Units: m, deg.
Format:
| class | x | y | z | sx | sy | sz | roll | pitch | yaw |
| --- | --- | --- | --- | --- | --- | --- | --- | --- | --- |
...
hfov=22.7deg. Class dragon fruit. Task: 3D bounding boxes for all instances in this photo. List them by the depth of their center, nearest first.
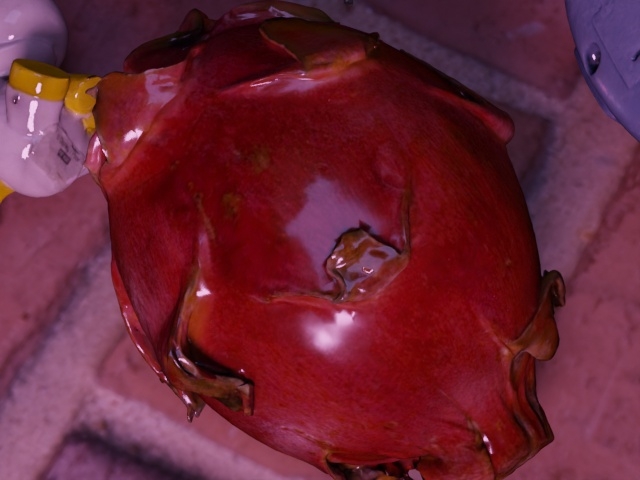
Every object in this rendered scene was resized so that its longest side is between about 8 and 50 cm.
| class | x | y | z | sx | sy | sz | roll | pitch | yaw |
| --- | --- | --- | --- | --- | --- | --- | --- | --- | --- |
| dragon fruit | 0.002 | 0.004 | 0.890 | 0.250 | 0.250 | 0.315 | -13 | 79 | -7 |

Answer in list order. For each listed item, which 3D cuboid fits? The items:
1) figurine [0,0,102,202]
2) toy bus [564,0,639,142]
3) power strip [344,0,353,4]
| class | x | y | z | sx | sy | sz | roll | pitch | yaw |
| --- | --- | --- | --- | --- | --- | --- | --- | --- | --- |
| figurine | -0.211 | -0.098 | 1.020 | 0.129 | 0.109 | 0.178 | -39 | 63 | 5 |
| toy bus | 0.309 | -0.165 | 0.959 | 0.231 | 0.294 | 0.197 | 18 | 39 | -40 |
| power strip | 0.015 | -0.220 | 1.119 | 0.050 | 0.019 | 0.136 | -3 | 62 | -3 |
